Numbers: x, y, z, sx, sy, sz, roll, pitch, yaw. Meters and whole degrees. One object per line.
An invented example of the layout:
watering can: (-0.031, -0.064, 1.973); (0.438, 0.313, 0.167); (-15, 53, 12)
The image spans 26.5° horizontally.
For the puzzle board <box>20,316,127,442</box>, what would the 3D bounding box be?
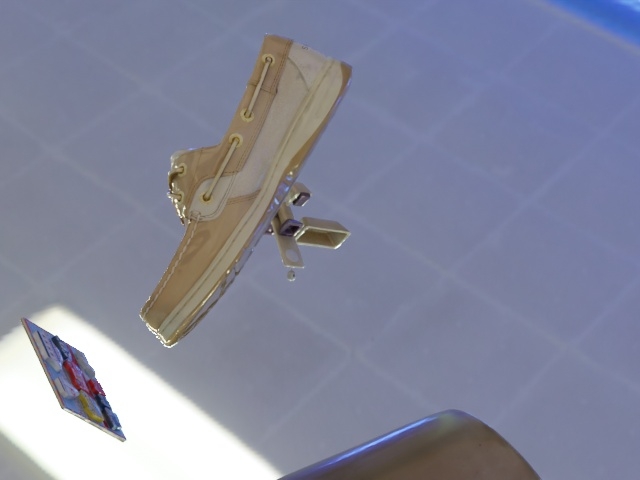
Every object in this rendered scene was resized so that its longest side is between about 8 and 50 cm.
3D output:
puzzle board: (-0.239, 0.134, 1.324); (0.011, 0.096, 0.128); (-41, -131, 6)

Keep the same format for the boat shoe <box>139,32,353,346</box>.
boat shoe: (-0.048, -0.028, 0.683); (0.059, 0.063, 0.170); (31, -104, 0)

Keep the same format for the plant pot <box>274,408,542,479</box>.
plant pot: (0.068, 0.307, 1.239); (0.280, 0.323, 0.323); (-35, -123, -18)

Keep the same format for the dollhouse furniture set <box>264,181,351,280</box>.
dollhouse furniture set: (0.000, 0.000, 1.449); (0.114, 0.091, 0.081); (8, -130, -39)
